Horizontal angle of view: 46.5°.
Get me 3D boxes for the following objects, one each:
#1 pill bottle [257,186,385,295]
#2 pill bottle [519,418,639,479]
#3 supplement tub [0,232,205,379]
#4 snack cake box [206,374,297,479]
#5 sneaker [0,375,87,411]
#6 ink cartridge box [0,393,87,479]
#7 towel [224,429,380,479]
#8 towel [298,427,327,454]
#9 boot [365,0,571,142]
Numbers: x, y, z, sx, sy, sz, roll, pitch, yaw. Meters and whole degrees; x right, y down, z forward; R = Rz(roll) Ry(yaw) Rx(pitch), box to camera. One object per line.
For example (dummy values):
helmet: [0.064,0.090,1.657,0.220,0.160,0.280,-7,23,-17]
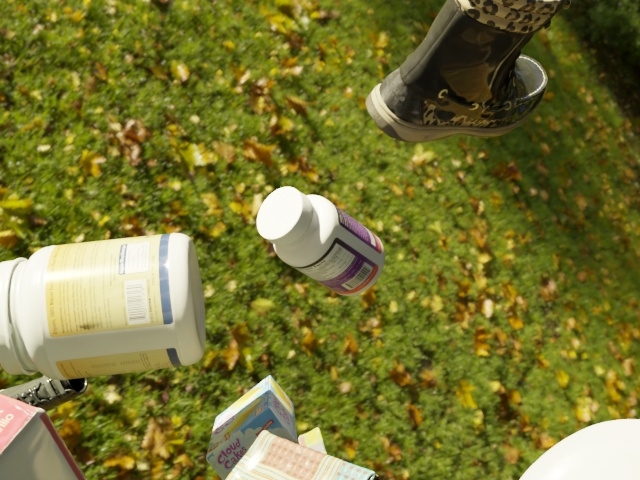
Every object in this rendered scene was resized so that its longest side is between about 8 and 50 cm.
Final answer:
pill bottle: [0.000,0.000,1.073,0.193,0.108,0.108,34,42,-45]
pill bottle: [0.323,0.336,0.648,0.334,0.188,0.188,52,35,-11]
supplement tub: [-0.364,0.113,1.257,0.228,0.316,0.228,174,-90,-86]
snack cake box: [-0.132,0.372,1.468,0.089,0.152,0.264,53,-2,-4]
sneaker: [-0.693,0.374,1.800,0.104,0.147,0.296,60,29,7]
ink cartridge box: [-0.415,0.235,0.712,0.279,0.385,0.160,83,29,-44]
towel: [-0.106,0.457,1.079,0.370,0.272,0.040,-53,127,-29]
towel: [-0.017,0.487,1.753,0.009,0.060,0.083,41,23,-53]
boot: [0.270,-0.291,1.108,0.378,0.284,0.138,-13,63,-35]
